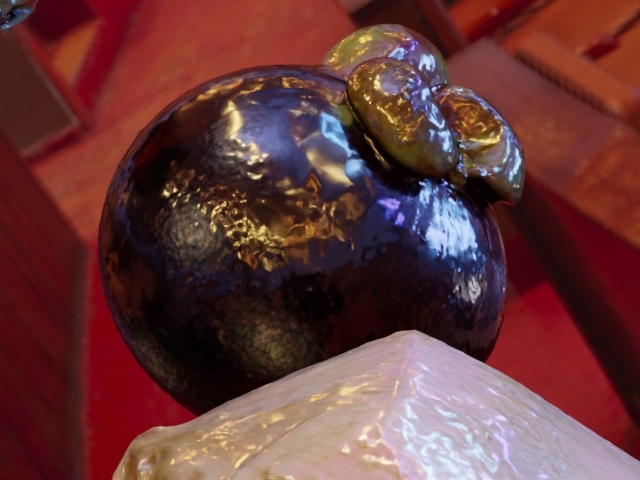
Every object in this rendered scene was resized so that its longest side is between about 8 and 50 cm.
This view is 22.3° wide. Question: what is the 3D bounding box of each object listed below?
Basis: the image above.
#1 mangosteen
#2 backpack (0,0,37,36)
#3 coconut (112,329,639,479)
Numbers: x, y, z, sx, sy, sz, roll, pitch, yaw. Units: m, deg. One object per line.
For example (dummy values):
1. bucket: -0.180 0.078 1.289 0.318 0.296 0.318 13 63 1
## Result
1. mangosteen: 0.000 0.000 1.059 0.288 0.288 0.288 -28 22 13
2. backpack: -0.295 -0.210 1.115 0.140 0.207 0.253 -32 1 22
3. coconut: 0.022 0.148 0.577 0.227 0.230 0.227 -62 0 0
